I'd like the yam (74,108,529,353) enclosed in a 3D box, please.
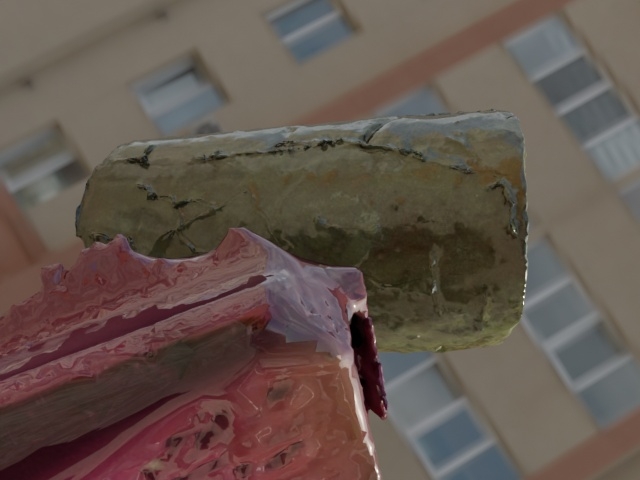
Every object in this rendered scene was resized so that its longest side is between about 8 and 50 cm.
[{"bbox_3d":[0.000,0.000,1.270,0.168,0.304,0.168,-3,90,-76],"label":"yam"}]

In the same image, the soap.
[{"bbox_3d":[-0.111,0.121,1.024,0.127,0.325,0.220,-112,180,-46],"label":"soap"}]
